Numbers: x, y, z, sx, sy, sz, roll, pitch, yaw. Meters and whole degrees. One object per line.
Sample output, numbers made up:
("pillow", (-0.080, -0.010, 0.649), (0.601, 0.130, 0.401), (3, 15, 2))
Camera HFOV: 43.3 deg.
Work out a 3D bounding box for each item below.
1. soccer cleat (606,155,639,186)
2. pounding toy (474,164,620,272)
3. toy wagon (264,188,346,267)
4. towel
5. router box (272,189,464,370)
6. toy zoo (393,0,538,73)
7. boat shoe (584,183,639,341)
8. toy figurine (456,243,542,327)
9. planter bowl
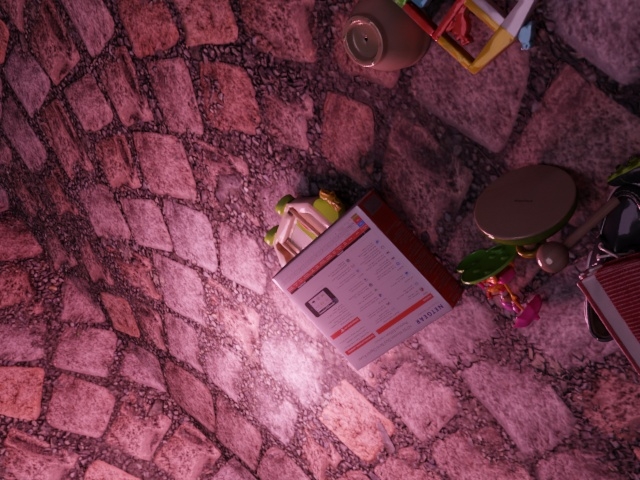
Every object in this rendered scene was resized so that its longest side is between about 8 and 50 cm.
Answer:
("soccer cleat", (0.542, -0.112, 1.281), (0.179, 0.060, 0.072), (-25, 99, 46))
("pounding toy", (0.393, -0.025, 1.422), (0.237, 0.183, 0.110), (39, 166, 52))
("toy wagon", (0.000, 0.000, 1.940), (0.267, 0.068, 0.344), (42, 139, 17))
("towel", (0.615, 0.096, 1.295), (0.329, 0.037, 0.237), (-24, 110, 40))
("router box", (0.098, 0.099, 1.807), (0.301, 0.082, 0.335), (48, 130, -3))
("toy zoo", (0.248, -0.421, 1.365), (0.293, 0.030, 0.192), (47, 128, 12))
("boat shoe", (0.520, 0.044, 1.392), (0.114, 0.091, 0.302), (18, 128, 41))
("toy figurine", (0.366, 0.102, 1.602), (0.159, 0.130, 0.173), (54, 165, -12))
("planter bowl", (0.110, -0.387, 1.507), (0.162, 0.109, 0.162), (28, 135, 32))
